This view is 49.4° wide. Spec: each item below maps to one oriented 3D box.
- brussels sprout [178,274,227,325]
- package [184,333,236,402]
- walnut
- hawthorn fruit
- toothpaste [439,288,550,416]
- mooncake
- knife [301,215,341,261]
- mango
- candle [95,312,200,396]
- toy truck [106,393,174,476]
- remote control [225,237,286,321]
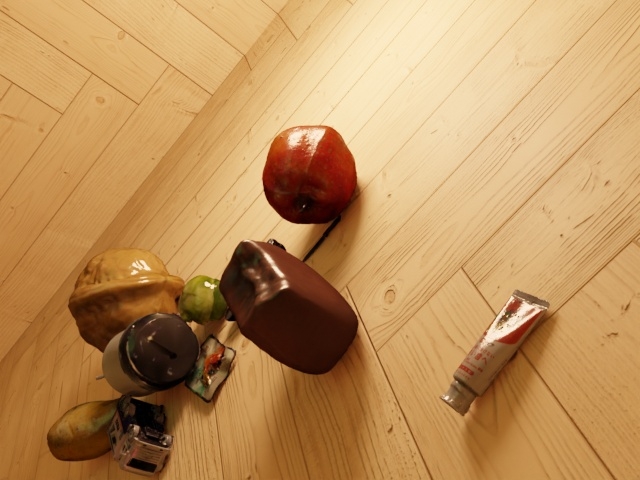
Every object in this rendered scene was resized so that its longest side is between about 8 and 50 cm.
[{"bbox_3d":[-0.344,0.177,2.068,0.183,0.131,0.145,2,84,57],"label":"brussels sprout"},{"bbox_3d":[-0.312,0.350,1.926,0.166,0.040,0.232,-61,28,-9],"label":"package"},{"bbox_3d":[-0.640,0.203,2.306,0.384,0.384,0.383,-38,33,30],"label":"walnut"},{"bbox_3d":[-0.031,-0.155,1.782,0.254,0.254,0.300,-41,17,26],"label":"hawthorn fruit"},{"bbox_3d":[0.289,0.186,1.165,0.234,0.057,0.089,-51,27,-7],"label":"toothpaste"},{"bbox_3d":[-0.078,0.146,1.500,0.326,0.334,0.174,42,101,21],"label":"mooncake"},{"bbox_3d":[0.000,0.000,1.838,0.170,0.010,0.023,-50,23,15],"label":"knife"},{"bbox_3d":[-0.704,0.590,2.167,0.330,0.176,0.176,-14,78,25],"label":"mango"},{"bbox_3d":[-0.508,0.341,2.036,0.343,0.221,0.221,-28,38,53],"label":"candle"},{"bbox_3d":[-0.510,0.552,1.935,0.155,0.124,0.268,-62,26,3],"label":"toy truck"},{"bbox_3d":[-0.179,0.119,1.948,0.265,0.066,0.090,-58,15,5],"label":"remote control"}]
